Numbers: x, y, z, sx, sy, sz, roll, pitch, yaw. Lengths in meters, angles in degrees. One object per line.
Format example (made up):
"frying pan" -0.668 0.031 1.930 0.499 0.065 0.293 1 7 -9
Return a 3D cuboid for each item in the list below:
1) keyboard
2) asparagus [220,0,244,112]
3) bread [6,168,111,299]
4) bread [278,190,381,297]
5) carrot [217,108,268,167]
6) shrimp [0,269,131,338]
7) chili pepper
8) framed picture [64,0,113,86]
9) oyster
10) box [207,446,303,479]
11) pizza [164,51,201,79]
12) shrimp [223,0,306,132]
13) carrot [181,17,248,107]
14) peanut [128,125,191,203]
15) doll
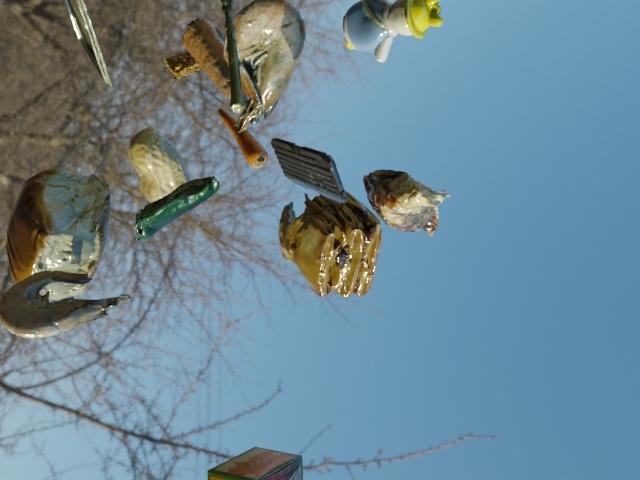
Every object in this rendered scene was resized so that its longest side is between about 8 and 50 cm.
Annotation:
"keyboard" -0.027 -0.137 1.366 0.016 0.106 0.262 -29 -154 -18
"asparagus" -0.142 -0.311 1.148 0.025 0.024 0.249 -36 -126 47
"bread" -0.631 -0.012 1.725 0.250 0.224 0.279 -55 -140 33
"bread" 0.000 0.000 2.195 0.370 0.191 0.314 34 -47 36
"carrot" -0.219 -0.289 2.016 0.061 0.061 0.257 -48 -123 16
"shrimp" -0.537 0.122 1.500 0.145 0.254 0.059 58 -31 21
"chili pepper" -0.308 -0.071 1.499 0.216 0.062 0.108 -34 -166 -2
"framed picture" -0.513 -0.484 1.510 0.017 0.274 0.217 -25 -128 -16
"oyster" 0.182 -0.080 1.634 0.275 0.271 0.100 21 -102 32
"box" -0.134 0.579 1.567 0.148 0.177 0.195 0 -87 32
"pizza" -0.364 -0.481 1.946 0.178 0.041 0.131 7 -137 32
"shrimp" -0.142 -0.377 1.563 0.317 0.168 0.077 -62 -159 26
"carrot" -0.252 -0.435 1.804 0.102 0.102 0.263 -42 -107 26
"peanut" -0.466 -0.197 2.087 0.152 0.313 0.152 -3 -127 4
"doll" 0.136 -0.438 1.433 0.241 0.098 0.135 1 -109 41
